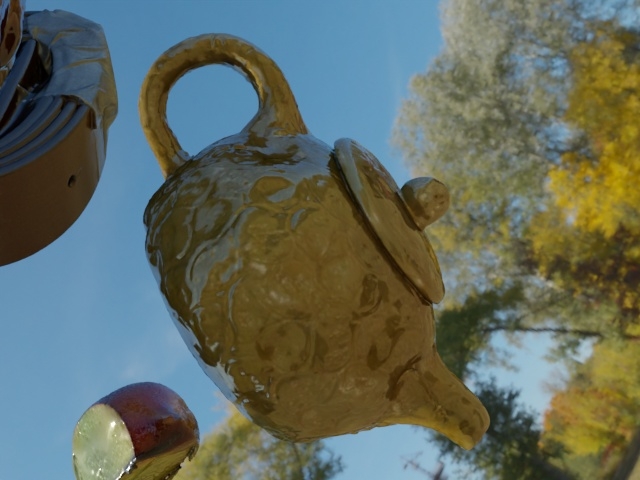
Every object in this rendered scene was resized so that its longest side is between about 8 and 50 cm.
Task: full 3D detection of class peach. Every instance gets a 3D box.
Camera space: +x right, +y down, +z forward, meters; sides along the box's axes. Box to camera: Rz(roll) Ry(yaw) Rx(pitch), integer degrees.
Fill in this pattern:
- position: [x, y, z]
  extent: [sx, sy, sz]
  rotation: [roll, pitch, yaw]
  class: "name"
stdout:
- position: [-0.281, 0.297, 1.228]
  extent: [0.158, 0.154, 0.267]
  rotation: [-12, -30, -44]
  class: "peach"

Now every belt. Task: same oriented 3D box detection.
- position: [-0.334, -0.125, 0.838]
  extent: [0.339, 0.217, 0.122]
  rotation: [-85, 1, -48]
  class: "belt"

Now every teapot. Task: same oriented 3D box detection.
- position: [0.000, 0.000, 0.495]
  extent: [0.167, 0.311, 0.203]
  rotation: [-32, -6, 10]
  class: "teapot"

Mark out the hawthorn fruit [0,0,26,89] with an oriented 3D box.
- position: [-0.324, -0.142, 0.426]
  extent: [0.254, 0.300, 0.254]
  rotation: [-53, 20, 29]
  class: "hawthorn fruit"
